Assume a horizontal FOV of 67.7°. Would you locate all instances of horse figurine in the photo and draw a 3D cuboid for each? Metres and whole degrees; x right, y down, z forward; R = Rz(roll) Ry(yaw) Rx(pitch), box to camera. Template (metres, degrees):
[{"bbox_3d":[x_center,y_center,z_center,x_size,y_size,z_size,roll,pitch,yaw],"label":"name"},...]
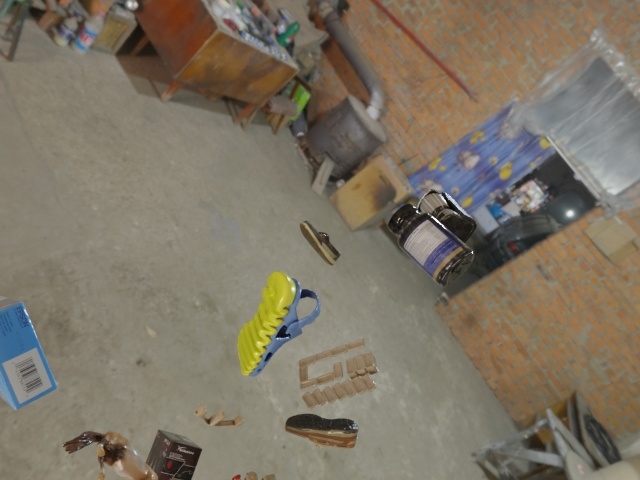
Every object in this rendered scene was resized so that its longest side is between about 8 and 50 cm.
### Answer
[{"bbox_3d":[-0.418,0.481,1.013,0.263,0.066,0.174,48,-16,-12],"label":"horse figurine"}]

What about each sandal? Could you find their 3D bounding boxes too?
[{"bbox_3d":[-0.100,0.214,1.138,0.138,0.317,0.126,11,37,-32],"label":"sandal"}]

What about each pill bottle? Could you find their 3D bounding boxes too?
[{"bbox_3d":[0.282,0.005,1.250,0.219,0.123,0.122,48,18,29],"label":"pill bottle"}]

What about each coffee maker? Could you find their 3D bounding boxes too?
[{"bbox_3d":[0.416,-0.072,1.509,0.171,0.120,0.178,0,32,-14],"label":"coffee maker"}]

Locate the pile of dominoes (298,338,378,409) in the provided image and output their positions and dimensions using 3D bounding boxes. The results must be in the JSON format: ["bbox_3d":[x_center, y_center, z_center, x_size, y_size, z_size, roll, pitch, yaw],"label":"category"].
[{"bbox_3d":[0.054,0.422,1.480,0.196,0.251,0.040,-95,159,-53],"label":"pile of dominoes"}]

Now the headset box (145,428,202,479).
[{"bbox_3d":[-0.511,0.790,1.541,0.110,0.218,0.294,27,69,-23],"label":"headset box"}]

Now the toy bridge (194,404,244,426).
[{"bbox_3d":[-0.319,0.546,1.465,0.188,0.063,0.026,39,20,-46],"label":"toy bridge"}]

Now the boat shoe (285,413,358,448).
[{"bbox_3d":[0.003,0.843,2.074,0.122,0.323,0.120,-35,126,-71],"label":"boat shoe"}]

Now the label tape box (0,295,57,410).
[{"bbox_3d":[-0.853,0.276,1.262,0.115,0.347,0.249,-28,111,-42],"label":"label tape box"}]

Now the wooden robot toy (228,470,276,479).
[{"bbox_3d":[-0.189,0.592,1.106,0.173,0.079,0.076,-14,56,-41],"label":"wooden robot toy"}]

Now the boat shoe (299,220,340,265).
[{"bbox_3d":[0.000,0.000,1.269,0.056,0.049,0.152,19,-30,56],"label":"boat shoe"}]
